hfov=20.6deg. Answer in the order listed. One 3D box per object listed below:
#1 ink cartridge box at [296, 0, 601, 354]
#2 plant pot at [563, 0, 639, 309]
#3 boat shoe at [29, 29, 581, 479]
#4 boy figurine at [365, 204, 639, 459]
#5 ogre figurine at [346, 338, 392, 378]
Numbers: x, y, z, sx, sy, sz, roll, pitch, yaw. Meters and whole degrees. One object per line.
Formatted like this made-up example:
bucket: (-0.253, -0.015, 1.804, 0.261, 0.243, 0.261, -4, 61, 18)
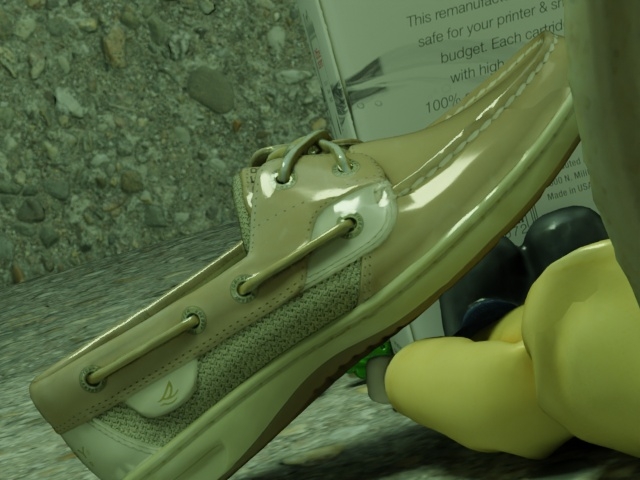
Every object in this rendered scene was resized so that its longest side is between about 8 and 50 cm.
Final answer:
ink cartridge box: (0.110, -0.083, 0.952, 0.207, 0.283, 0.117, -16, 6, -5)
plant pot: (0.276, -0.065, 0.363, 0.334, 0.334, 0.305, -19, 17, -30)
boat shoe: (0.000, 0.000, 0.798, 0.302, 0.098, 0.109, -42, 4, 5)
boy figurine: (0.105, 0.039, 0.754, 0.177, 0.092, 0.285, -15, 1, 1)
ogre figurine: (0.033, 0.020, 1.072, 0.197, 0.097, 0.118, -62, 9, -8)
